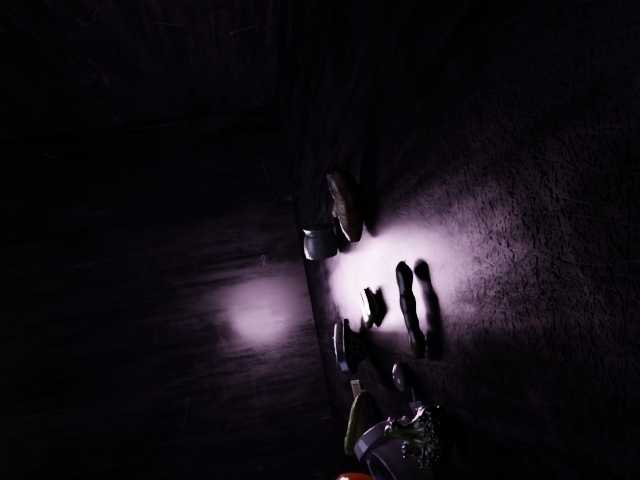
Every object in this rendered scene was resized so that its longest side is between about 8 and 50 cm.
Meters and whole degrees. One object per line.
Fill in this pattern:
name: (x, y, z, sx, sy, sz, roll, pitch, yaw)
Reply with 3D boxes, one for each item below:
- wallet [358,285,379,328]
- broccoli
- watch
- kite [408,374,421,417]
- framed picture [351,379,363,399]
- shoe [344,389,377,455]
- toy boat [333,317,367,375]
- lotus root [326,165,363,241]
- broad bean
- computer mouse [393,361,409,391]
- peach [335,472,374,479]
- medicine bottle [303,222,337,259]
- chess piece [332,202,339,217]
wallet: (0.166, 0.228, 1.809, 0.155, 0.039, 0.110, 96, 160, -63)
broccoli: (0.229, 0.445, 1.211, 0.167, 0.160, 0.155, 70, -145, -74)
watch: (0.232, 0.644, 1.505, 0.231, 0.196, 0.244, 47, 153, 36)
kite: (0.266, 0.458, 1.498, 0.137, 0.005, 0.153, 103, 157, -69)
framed picture: (0.188, 0.767, 2.379, 0.216, 0.016, 0.273, 112, 147, -74)
shoe: (0.164, 0.746, 2.148, 0.140, 0.128, 0.262, 131, 158, -69)
toy boat: (0.115, 0.429, 2.091, 0.114, 0.122, 0.296, 60, -169, -21)
lotus root: (0.091, -0.123, 1.733, 0.110, 0.097, 0.258, -101, -4, -73)
broad bean: (0.224, 0.174, 1.309, 0.052, 0.052, 0.256, -11, -92, -56)
computer mouse: (0.229, 0.394, 1.532, 0.096, 0.039, 0.066, -104, 7, -65)
peach: (0.160, 1.007, 1.883, 0.372, 0.289, 0.373, 170, 90, -78)
medicine bottle: (0.000, 0.000, 2.315, 0.147, 0.147, 0.143, -133, 35, -76)
chess piece: (0.071, -0.169, 1.957, 0.060, 0.060, 0.172, -109, 15, -50)
